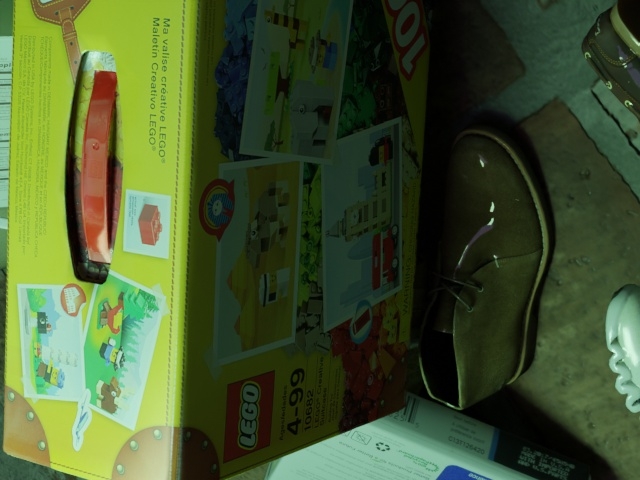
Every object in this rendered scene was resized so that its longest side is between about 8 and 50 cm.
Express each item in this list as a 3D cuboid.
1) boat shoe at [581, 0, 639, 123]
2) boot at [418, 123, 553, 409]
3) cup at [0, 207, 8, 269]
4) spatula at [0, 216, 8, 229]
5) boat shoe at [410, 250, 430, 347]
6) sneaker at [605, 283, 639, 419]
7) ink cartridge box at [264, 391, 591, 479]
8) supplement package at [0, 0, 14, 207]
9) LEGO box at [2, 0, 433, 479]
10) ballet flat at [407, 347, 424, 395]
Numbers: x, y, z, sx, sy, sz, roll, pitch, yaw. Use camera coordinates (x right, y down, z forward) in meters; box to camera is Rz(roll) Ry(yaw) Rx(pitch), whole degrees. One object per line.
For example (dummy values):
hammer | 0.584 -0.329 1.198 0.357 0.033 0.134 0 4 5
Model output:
boat shoe | 0.306 -0.114 1.239 0.207 0.073 0.073 54 141 12
boot | 0.155 0.035 1.446 0.112 0.115 0.305 19 127 36
cup | -0.513 -0.079 1.907 0.331 0.237 0.331 24 131 30
spatula | -0.392 -0.084 1.790 0.019 0.242 0.168 -160 82 -81
boat shoe | 0.000 0.000 1.568 0.324 0.123 0.116 29 121 32
sneaker | 0.367 0.155 1.342 0.118 0.110 0.292 -24 107 41
ink cartridge box | 0.096 0.282 1.602 0.304 0.072 0.307 22 143 -5
supplement package | -0.407 -0.193 1.624 0.262 0.198 0.199 113 144 -45
LEGO box | -0.077 -0.075 1.270 0.193 0.372 0.500 9 101 32
ballet flat | 0.031 0.208 1.676 0.123 0.123 0.348 40 137 16
